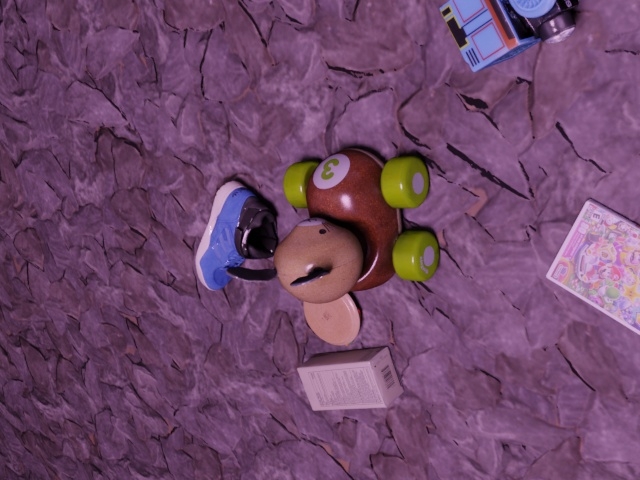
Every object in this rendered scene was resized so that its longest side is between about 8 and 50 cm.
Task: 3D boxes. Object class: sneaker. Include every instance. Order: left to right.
[{"bbox_3d":[-0.098,0.013,0.929,0.084,0.058,0.152,38,122,31],"label":"sneaker"}]

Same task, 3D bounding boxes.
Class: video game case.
[{"bbox_3d":[0.267,0.030,0.671,0.122,0.011,0.087,34,127,23],"label":"video game case"}]

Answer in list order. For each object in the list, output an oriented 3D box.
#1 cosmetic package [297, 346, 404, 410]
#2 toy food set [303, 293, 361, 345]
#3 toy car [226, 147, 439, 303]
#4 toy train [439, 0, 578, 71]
[{"bbox_3d":[0.034,0.162,0.898,0.115,0.041,0.060,-12,102,42],"label":"cosmetic package"},{"bbox_3d":[0.012,0.083,0.896,0.083,0.020,0.083,37,128,21],"label":"toy food set"},{"bbox_3d":[0.000,0.000,0.755,0.155,0.188,0.149,2,110,38],"label":"toy car"},{"bbox_3d":[0.135,-0.232,0.621,0.105,0.080,0.184,-26,91,49],"label":"toy train"}]
